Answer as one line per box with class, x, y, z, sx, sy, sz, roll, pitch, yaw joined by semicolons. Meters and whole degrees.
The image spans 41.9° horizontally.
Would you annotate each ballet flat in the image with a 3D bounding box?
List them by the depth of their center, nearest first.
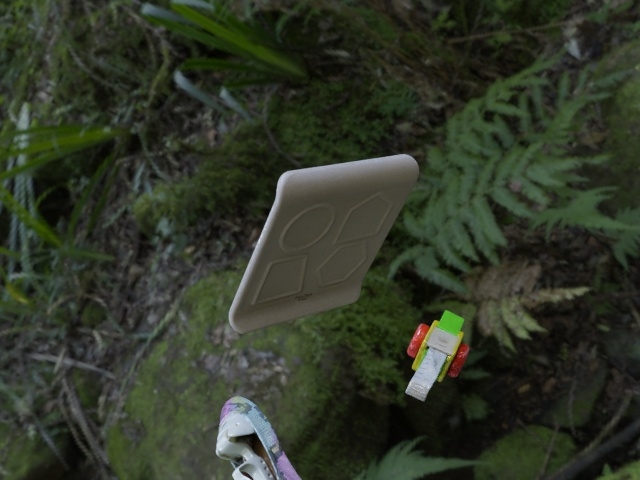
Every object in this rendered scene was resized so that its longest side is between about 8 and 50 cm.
ballet flat;-0.084;0.278;1.047;0.077;0.079;0.221;-56;50;20

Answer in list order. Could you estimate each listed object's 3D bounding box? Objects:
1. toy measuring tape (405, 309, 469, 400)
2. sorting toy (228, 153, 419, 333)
toy measuring tape;0.206;0.238;1.570;0.121;0.121;0.330;-49;-2;29
sorting toy;0.000;0.000;0.915;0.038;0.193;0.208;48;133;32
